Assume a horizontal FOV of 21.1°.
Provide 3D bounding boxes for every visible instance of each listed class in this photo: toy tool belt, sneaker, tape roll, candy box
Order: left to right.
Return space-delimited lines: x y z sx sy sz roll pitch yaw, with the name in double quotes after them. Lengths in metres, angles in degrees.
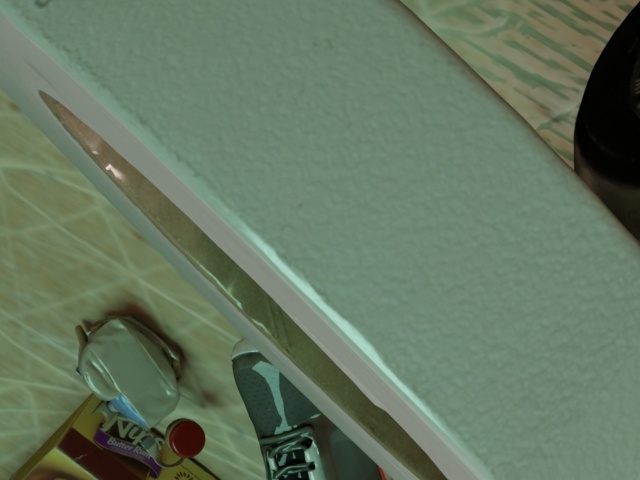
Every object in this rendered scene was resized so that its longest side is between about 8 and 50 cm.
-0.136 0.173 0.985 0.109 0.053 0.187 38 136 -7 "candy box"
-0.095 0.076 0.892 0.083 0.052 0.051 52 163 -14 "toy tool belt"
-0.001 0.117 0.857 0.061 0.065 0.158 -13 120 35 "sneaker"
0.000 0.000 0.585 0.392 0.072 0.392 44 173 7 "tape roll"

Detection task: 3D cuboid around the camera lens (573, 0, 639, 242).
0.228 0.010 0.537 0.219 0.219 0.274 -21 115 39 "camera lens"
